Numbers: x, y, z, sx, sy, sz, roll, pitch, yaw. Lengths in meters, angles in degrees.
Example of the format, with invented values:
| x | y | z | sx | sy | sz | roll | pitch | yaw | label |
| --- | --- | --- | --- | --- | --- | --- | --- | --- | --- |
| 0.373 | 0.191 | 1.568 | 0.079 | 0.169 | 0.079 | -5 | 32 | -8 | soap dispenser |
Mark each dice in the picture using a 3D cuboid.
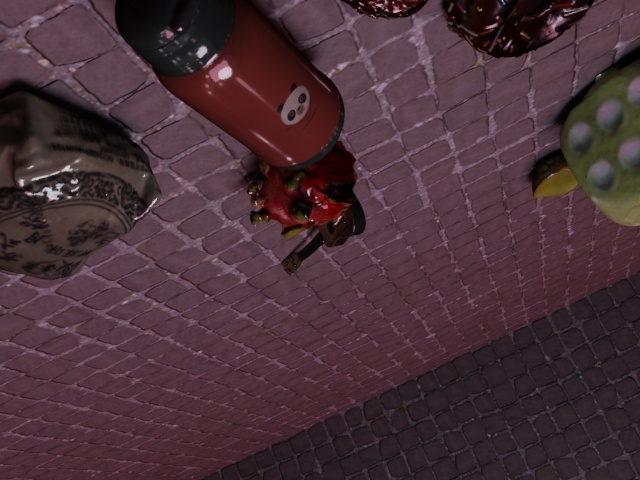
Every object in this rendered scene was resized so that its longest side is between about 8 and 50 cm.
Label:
| x | y | z | sx | sy | sz | roll | pitch | yaw | label |
| --- | --- | --- | --- | --- | --- | --- | --- | --- | --- |
| 0.632 | -0.188 | 1.390 | 0.249 | 0.254 | 0.252 | 1 | 147 | -42 | dice |

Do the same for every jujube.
| x | y | z | sx | sy | sz | roll | pitch | yaw | label |
| --- | --- | --- | --- | --- | --- | --- | --- | --- | --- |
| 0.053 | -0.314 | 0.830 | 0.166 | 0.104 | 0.104 | 12 | 140 | -31 | jujube |

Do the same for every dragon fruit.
| x | y | z | sx | sy | sz | roll | pitch | yaw | label |
| --- | --- | --- | --- | --- | --- | --- | --- | --- | --- |
| -0.031 | -0.079 | 1.156 | 0.172 | 0.160 | 0.166 | -44 | -169 | 44 | dragon fruit |

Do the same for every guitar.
| x | y | z | sx | sy | sz | roll | pitch | yaw | label |
| --- | --- | --- | --- | --- | --- | --- | --- | --- | --- |
| 0.001 | 0.000 | 1.447 | 0.038 | 0.084 | 0.271 | -7 | 157 | -36 | guitar |

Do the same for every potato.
| x | y | z | sx | sy | sz | roll | pitch | yaw | label |
| --- | --- | --- | --- | --- | --- | --- | --- | --- | --- |
| 0.523 | -0.143 | 1.630 | 0.119 | 0.054 | 0.198 | -37 | 157 | 26 | potato |

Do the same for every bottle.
| x | y | z | sx | sy | sz | roll | pitch | yaw | label |
| --- | --- | --- | --- | --- | --- | --- | --- | --- | --- |
| -0.098 | -0.204 | 0.860 | 0.144 | 0.144 | 0.336 | -31 | 153 | 15 | bottle |

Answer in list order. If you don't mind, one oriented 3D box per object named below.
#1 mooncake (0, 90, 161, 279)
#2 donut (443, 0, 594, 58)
| x | y | z | sx | sy | sz | roll | pitch | yaw | label |
| --- | --- | --- | --- | --- | --- | --- | --- | --- | --- |
| -0.353 | -0.053 | 0.945 | 0.250 | 0.136 | 0.254 | -33 | 154 | 28 | mooncake |
| 0.283 | -0.337 | 0.988 | 0.235 | 0.089 | 0.235 | -21 | 156 | -10 | donut |
